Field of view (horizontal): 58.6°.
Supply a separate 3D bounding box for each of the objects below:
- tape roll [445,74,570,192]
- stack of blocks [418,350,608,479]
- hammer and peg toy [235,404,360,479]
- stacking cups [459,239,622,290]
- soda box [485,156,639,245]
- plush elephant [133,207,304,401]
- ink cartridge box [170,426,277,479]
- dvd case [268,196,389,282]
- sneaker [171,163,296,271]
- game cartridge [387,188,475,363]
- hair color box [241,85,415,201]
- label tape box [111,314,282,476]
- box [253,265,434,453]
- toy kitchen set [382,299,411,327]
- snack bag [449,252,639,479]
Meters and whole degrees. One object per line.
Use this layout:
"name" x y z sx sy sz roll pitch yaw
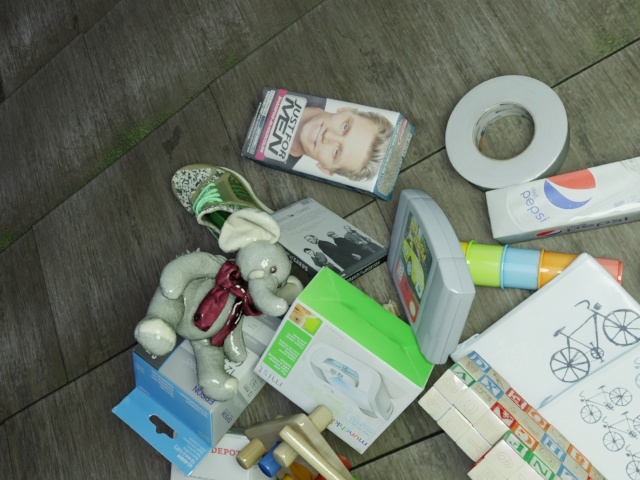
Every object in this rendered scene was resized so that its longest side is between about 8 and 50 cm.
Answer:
"tape roll" 0.354 -0.196 1.084 0.219 0.072 0.219 -5 79 28
"stack of blocks" 0.302 0.328 0.905 0.297 0.171 0.087 45 115 22
"hammer and peg toy" 0.006 0.409 1.003 0.265 0.127 0.361 53 145 1
"stacking cups" 0.362 0.058 1.025 0.317 0.096 0.095 8 85 27
"soda box" 0.446 -0.066 0.998 0.287 0.098 0.091 -12 75 26
"plush elephant" -0.157 0.097 1.079 0.256 0.271 0.329 -23 40 10
"ink cartridge box" -0.206 0.550 1.217 0.211 0.122 0.288 -3 80 27
"dvd case" 0.000 0.000 1.184 0.239 0.179 0.029 35 132 29
"sneaker" -0.225 -0.073 1.303 0.410 0.182 0.158 34 98 29
"game cartridge" 0.185 0.044 1.012 0.294 0.060 0.195 -104 21 -52
"hair color box" 0.010 -0.217 1.250 0.348 0.105 0.173 19 90 28
"label tape box" -0.260 0.271 1.214 0.249 0.115 0.347 27 61 29
"box" 0.043 0.221 1.056 0.262 0.127 0.231 36 126 7
"toy kitchen set" 0.169 0.152 1.125 0.075 0.083 0.068 -7 36 26
"snack bag" 0.432 0.233 0.937 0.323 0.037 0.342 -45 70 26
